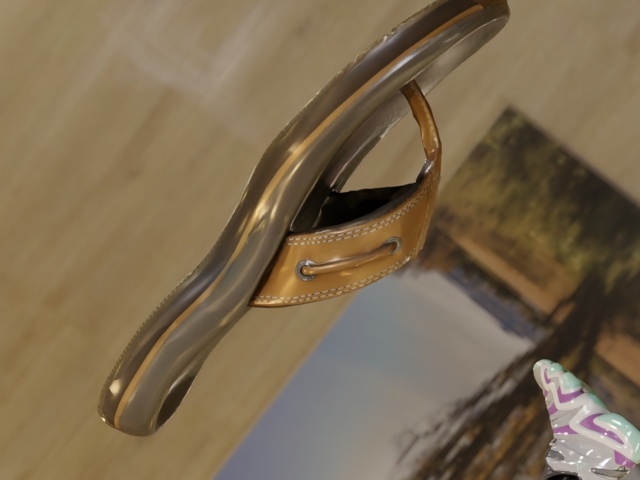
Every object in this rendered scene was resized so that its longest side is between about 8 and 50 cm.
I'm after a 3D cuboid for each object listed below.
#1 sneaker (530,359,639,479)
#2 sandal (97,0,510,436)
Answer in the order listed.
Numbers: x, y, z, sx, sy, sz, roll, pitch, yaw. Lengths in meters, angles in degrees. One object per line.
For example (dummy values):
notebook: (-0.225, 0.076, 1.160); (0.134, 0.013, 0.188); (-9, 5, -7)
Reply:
sneaker: (0.144, 0.118, 0.889); (0.038, 0.069, 0.098); (37, -176, -38)
sandal: (0.000, 0.000, 0.530); (0.060, 0.219, 0.090); (41, -162, 5)
